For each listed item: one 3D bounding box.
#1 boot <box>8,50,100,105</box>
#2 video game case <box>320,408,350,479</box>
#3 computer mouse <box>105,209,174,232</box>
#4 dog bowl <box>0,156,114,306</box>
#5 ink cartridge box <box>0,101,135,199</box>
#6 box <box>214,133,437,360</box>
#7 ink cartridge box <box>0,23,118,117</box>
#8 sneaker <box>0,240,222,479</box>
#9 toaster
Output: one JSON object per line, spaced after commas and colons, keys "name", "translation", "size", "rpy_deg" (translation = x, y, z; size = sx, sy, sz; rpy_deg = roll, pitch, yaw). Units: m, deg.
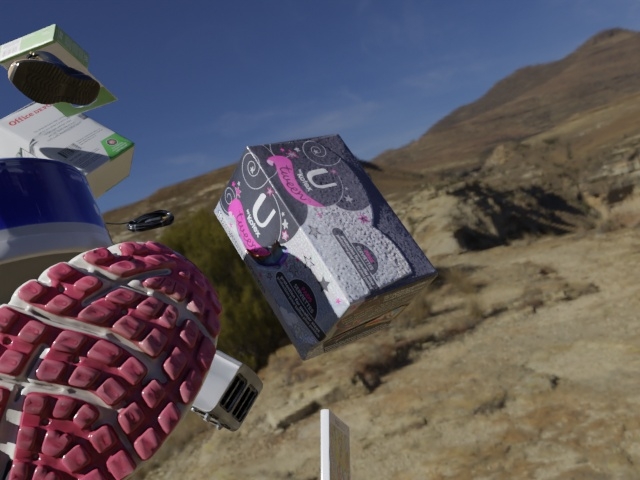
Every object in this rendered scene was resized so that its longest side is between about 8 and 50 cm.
{"name": "boot", "translation": [-0.520, -0.311, 1.228], "size": [0.077, 0.137, 0.198], "rpy_deg": [-56, -17, 10]}
{"name": "video game case", "translation": [0.040, 0.551, 1.651], "size": [0.026, 0.227, 0.206], "rpy_deg": [-8, -29, 14]}
{"name": "computer mouse", "translation": [-0.382, -0.019, 1.193], "size": [0.242, 0.041, 0.071], "rpy_deg": [-6, 30, -8]}
{"name": "dog bowl", "translation": [-0.358, 0.019, 0.704], "size": [0.264, 0.104, 0.265], "rpy_deg": [-23, -10, -4]}
{"name": "ink cartridge box", "translation": [-0.684, -0.243, 1.803], "size": [0.211, 0.289, 0.121], "rpy_deg": [-51, -12, -49]}
{"name": "box", "translation": [0.000, 0.000, 0.874], "size": [0.163, 0.247, 0.142], "rpy_deg": [-15, -28, -39]}
{"name": "ink cartridge box", "translation": [-0.634, -0.408, 1.643], "size": [0.171, 0.056, 0.235], "rpy_deg": [-13, -28, 19]}
{"name": "sneaker", "translation": [-0.178, 0.125, 0.402], "size": [0.299, 0.121, 0.112], "rpy_deg": [-51, 7, -14]}
{"name": "toaster", "translation": [-0.248, 0.386, 1.739], "size": [0.110, 0.168, 0.186], "rpy_deg": [19, 65, 29]}
